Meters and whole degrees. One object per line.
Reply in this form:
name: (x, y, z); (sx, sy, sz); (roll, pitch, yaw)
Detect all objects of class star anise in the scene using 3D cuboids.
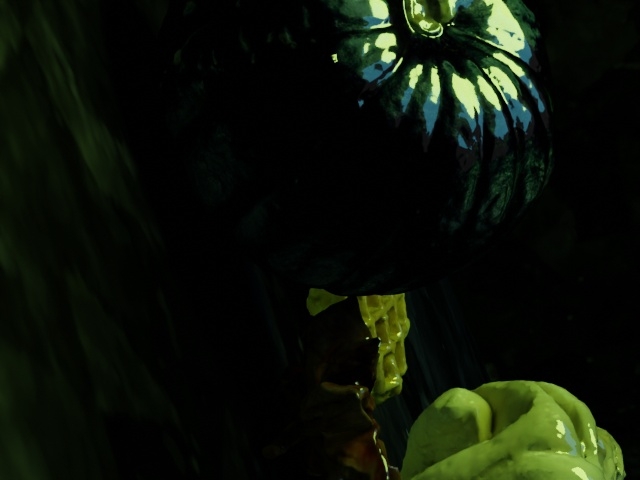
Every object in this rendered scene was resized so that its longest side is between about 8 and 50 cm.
star anise: (0.013, 0.149, 1.446); (0.212, 0.111, 0.196); (72, 9, -48)

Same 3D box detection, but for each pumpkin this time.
pumpkin: (0.030, -0.127, 1.469); (0.363, 0.266, 0.363); (21, 51, -28)

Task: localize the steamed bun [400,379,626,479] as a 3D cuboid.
steamed bun: (0.178, 0.310, 1.724); (0.372, 0.230, 0.325); (66, 38, -64)

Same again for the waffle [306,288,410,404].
waffle: (0.050, 0.065, 1.854); (0.229, 0.057, 0.219); (-33, 110, -66)
